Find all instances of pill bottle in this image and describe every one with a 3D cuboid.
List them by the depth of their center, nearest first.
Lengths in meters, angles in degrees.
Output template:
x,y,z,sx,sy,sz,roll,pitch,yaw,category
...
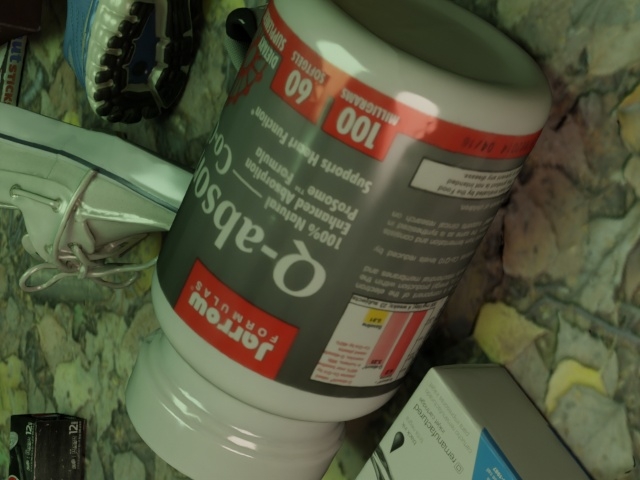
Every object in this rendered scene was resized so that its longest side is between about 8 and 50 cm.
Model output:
x,y,z,sx,sy,sz,roll,pitch,yaw,category
0.000,0.000,1.098,0.210,0.210,0.363,47,122,39,pill bottle

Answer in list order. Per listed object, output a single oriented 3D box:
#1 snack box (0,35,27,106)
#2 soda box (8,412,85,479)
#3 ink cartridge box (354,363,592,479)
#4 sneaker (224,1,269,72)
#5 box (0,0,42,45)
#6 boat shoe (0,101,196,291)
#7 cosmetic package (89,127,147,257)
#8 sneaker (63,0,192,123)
x,y,z,sx,sy,sz,roll,pitch,yaw,category
-0.346,-0.227,1.649,0.064,0.022,0.178,23,105,49,snack box
-0.280,0.261,1.515,0.053,0.060,0.169,2,89,50,soda box
0.095,0.204,1.075,0.140,0.082,0.191,53,124,36,ink cartridge box
-0.009,-0.194,1.149,0.086,0.132,0.229,21,111,46,sneaker
-0.383,-0.398,1.562,0.191,0.143,0.381,-5,82,49,box
-0.220,-0.021,1.358,0.367,0.136,0.156,18,88,34,boat shoe
-0.212,-0.046,1.470,0.060,0.041,0.115,-32,64,43,cosmetic package
-0.173,-0.281,1.375,0.147,0.129,0.330,40,117,40,sneaker
